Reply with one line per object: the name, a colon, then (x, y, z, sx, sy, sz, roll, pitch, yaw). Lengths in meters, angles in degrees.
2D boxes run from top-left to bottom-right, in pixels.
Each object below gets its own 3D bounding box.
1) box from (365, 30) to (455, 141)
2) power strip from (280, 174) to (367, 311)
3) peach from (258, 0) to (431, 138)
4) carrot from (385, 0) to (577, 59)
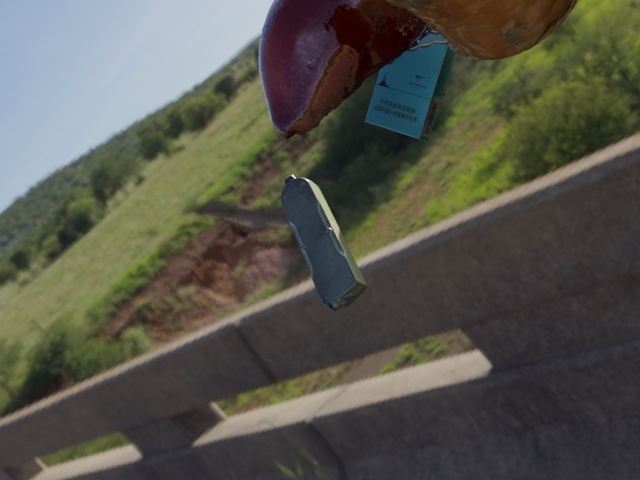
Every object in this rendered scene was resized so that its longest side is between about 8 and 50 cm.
box: (0.191, -0.337, 1.939, 0.162, 0.041, 0.229, 25, 102, 43)
power strip: (-0.002, -0.001, 1.682, 0.080, 0.285, 0.048, -35, -30, 17)
peach: (0.009, -0.323, 1.443, 0.361, 0.201, 0.258, -48, 14, -26)
carrot: (0.139, -0.370, 1.087, 0.224, 0.341, 0.224, -18, 60, 35)
